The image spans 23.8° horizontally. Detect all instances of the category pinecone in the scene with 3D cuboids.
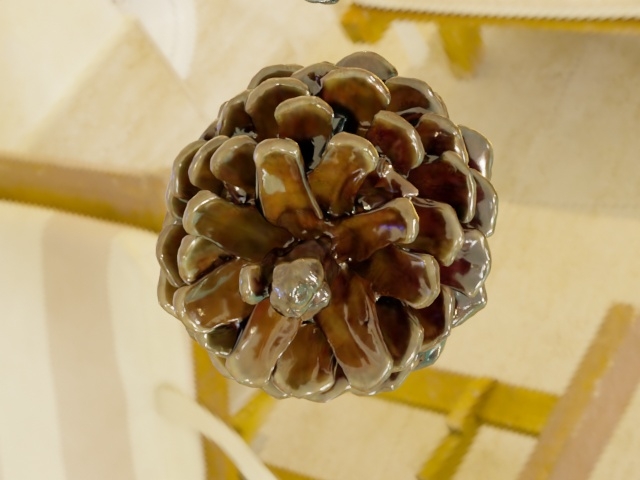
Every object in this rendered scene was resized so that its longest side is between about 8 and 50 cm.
[{"bbox_3d":[-0.002,0.000,0.797,0.169,0.185,0.212,11,20,22],"label":"pinecone"}]

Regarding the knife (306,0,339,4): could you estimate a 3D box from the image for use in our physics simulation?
[{"bbox_3d":[-0.114,-0.235,1.155,0.297,0.026,0.044,20,64,-1],"label":"knife"}]
